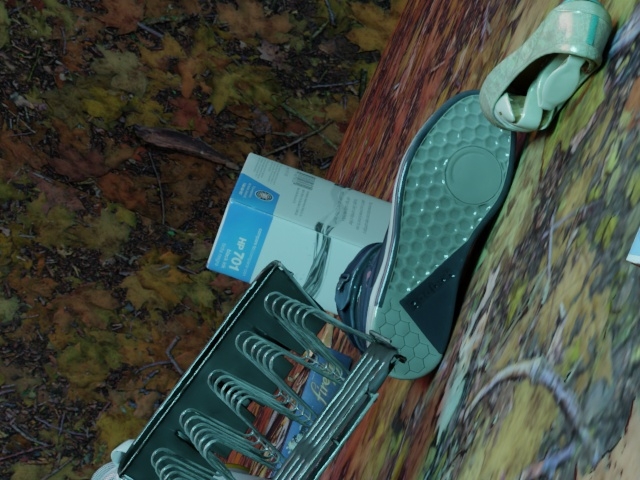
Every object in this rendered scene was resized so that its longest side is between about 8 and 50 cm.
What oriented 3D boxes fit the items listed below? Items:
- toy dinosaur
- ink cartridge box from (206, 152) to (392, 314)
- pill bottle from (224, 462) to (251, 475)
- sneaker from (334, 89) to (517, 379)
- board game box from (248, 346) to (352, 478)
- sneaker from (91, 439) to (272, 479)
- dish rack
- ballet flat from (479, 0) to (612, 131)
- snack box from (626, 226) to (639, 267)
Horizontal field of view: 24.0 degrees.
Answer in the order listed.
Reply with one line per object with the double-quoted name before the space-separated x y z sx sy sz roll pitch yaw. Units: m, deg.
"toy dinosaur" -0.001 0.144 1.838 0.092 0.053 0.183 -151 76 -71
"ink cartridge box" 0.000 0.000 1.445 0.139 0.191 0.082 -76 7 -67
"pill bottle" -0.108 0.322 1.779 0.184 0.103 0.103 153 139 -84
"sneaker" 0.078 -0.008 1.186 0.163 0.086 0.226 -175 106 -83
"board game box" -0.043 0.250 1.625 0.165 0.042 0.243 -57 9 48
"sneaker" -0.146 0.327 1.424 0.137 0.210 0.366 -73 8 -52
"dish rack" -0.044 0.125 1.078 0.208 0.074 0.271 -55 13 -5
"ballet flat" 0.147 -0.105 1.026 0.168 0.057 0.052 119 163 -63
"snack box" 0.157 -0.014 0.566 0.178 0.022 0.064 -144 75 -86
